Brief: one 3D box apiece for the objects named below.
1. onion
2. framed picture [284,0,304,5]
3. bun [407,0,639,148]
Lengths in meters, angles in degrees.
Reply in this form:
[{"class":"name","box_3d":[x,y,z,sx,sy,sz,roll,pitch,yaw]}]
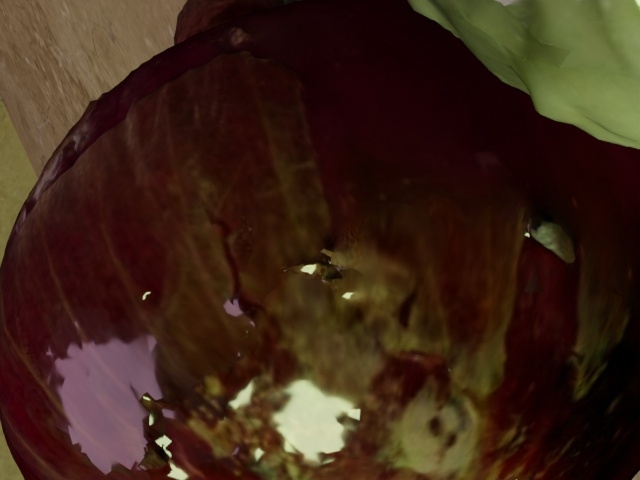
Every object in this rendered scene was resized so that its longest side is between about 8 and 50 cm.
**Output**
[{"class":"onion","box_3d":[0.000,0.000,0.742,0.348,0.347,0.385,85,166,-51]},{"class":"framed picture","box_3d":[0.006,-0.160,0.949,0.324,0.020,0.240,55,166,30]},{"class":"bun","box_3d":[0.101,-0.153,0.475,0.273,0.168,0.273,51,152,42]}]
